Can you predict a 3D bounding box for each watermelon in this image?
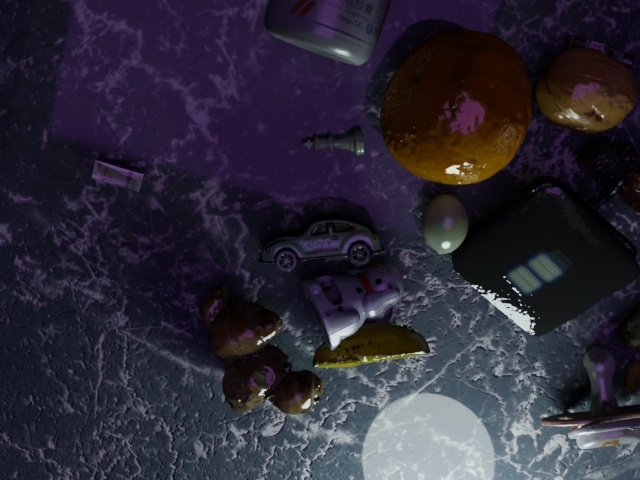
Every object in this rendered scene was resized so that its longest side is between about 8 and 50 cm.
[{"bbox_3d":[0.132,0.282,1.963,0.301,0.129,0.123,-7,109,5],"label":"watermelon"}]

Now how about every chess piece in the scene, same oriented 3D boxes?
[{"bbox_3d":[0.030,-0.231,1.816,0.149,0.059,0.059,0,110,1],"label":"chess piece"}]

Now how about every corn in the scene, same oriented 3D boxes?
[{"bbox_3d":[0.855,0.375,2.096,0.037,0.037,0.092,-2,113,-3],"label":"corn"}]

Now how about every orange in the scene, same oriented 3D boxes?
[{"bbox_3d":[0.305,-0.283,1.673,0.293,0.340,0.340,27,106,-25],"label":"orange"}]

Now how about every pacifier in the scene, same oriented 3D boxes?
[{"bbox_3d":[0.748,0.438,2.021,0.332,0.273,0.220,-7,134,2],"label":"pacifier"}]

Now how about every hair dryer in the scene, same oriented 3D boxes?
[{"bbox_3d":[0.650,-0.091,1.845,0.124,0.071,0.219,20,149,-12],"label":"hair dryer"}]

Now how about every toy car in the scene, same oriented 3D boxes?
[{"bbox_3d":[0.000,0.000,1.856,0.306,0.136,0.125,-3,96,-1],"label":"toy car"}]

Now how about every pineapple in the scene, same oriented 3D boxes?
[{"bbox_3d":[0.752,-0.166,1.854,0.278,0.158,0.158,33,105,-1],"label":"pineapple"}]

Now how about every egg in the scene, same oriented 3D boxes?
[{"bbox_3d":[0.304,-0.039,1.869,0.114,0.114,0.152,0,113,-4],"label":"egg"}]

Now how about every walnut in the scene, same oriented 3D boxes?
[{"bbox_3d":[0.605,-0.340,1.747,0.225,0.193,0.193,14,108,-8],"label":"walnut"}]

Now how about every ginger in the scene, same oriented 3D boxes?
[{"bbox_3d":[-0.167,0.283,1.921,0.256,0.176,0.375,-24,99,28],"label":"ginger"}]

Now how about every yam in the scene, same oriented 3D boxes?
[{"bbox_3d":[0.928,0.174,1.986,0.330,0.133,0.133,-42,107,15],"label":"yam"}]

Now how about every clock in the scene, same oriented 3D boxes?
[{"bbox_3d":[0.098,0.140,1.907,0.254,0.189,0.189,-19,110,-13],"label":"clock"}]

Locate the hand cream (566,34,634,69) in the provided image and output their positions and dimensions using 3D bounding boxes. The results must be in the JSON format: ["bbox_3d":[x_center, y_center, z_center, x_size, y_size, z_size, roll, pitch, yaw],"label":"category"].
[{"bbox_3d":[0.653,-0.435,1.798,0.163,0.039,0.062,13,110,-2],"label":"hand cream"}]

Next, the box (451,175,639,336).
[{"bbox_3d":[0.547,0.046,1.882,0.359,0.091,0.350,38,121,-16],"label":"box"}]

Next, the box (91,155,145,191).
[{"bbox_3d":[-0.479,-0.158,1.814,0.117,0.036,0.050,18,107,-9],"label":"box"}]

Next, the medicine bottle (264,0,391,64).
[{"bbox_3d":[0.035,-0.547,1.602,0.245,0.245,0.306,17,100,-10],"label":"medicine bottle"}]
